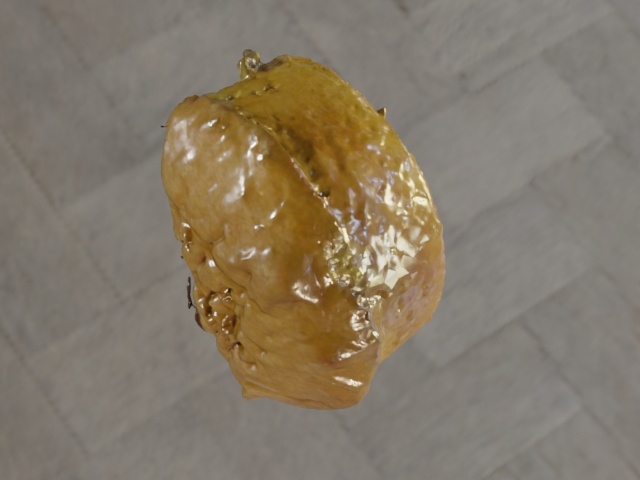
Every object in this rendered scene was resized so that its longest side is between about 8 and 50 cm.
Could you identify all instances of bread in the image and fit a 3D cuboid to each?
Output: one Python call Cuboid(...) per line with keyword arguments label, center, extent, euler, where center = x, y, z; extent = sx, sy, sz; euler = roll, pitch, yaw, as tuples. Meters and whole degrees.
Cuboid(label="bread", center=(0.000, 0.000, 1.187), extent=(0.139, 0.229, 0.143), euler=(15, 44, 43))
